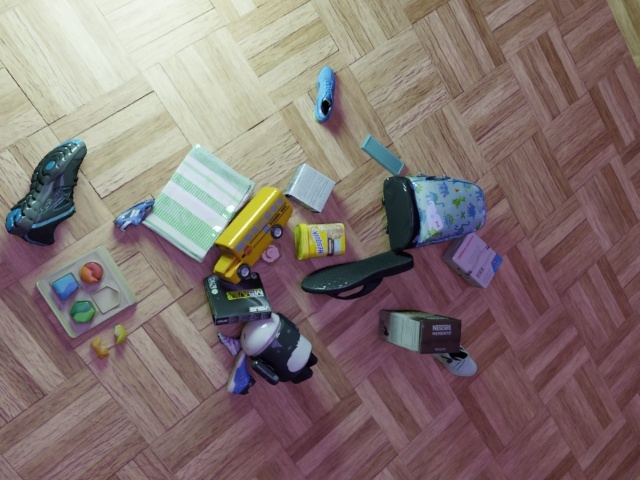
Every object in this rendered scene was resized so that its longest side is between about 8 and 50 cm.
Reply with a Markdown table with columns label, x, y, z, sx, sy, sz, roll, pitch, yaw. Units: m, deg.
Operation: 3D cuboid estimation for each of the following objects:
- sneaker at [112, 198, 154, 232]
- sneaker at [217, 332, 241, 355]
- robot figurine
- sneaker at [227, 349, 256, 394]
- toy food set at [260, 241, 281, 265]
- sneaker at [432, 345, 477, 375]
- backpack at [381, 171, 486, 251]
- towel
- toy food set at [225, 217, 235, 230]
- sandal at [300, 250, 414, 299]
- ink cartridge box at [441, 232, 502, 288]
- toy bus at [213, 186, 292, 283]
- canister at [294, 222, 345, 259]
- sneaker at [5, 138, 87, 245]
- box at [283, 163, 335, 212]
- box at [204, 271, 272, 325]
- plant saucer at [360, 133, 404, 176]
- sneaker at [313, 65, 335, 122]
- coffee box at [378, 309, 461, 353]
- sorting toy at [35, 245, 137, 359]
| label | x | y | z | sx | sy | sz | roll | pitch | yaw |
| --- | --- | --- | --- | --- | --- | --- | --- | --- | --- |
| sneaker | -0.583 | -0.081 | 1.797 | 0.144 | 0.053 | 0.059 | -34 | 102 | -10 |
| sneaker | -0.300 | 0.336 | 1.926 | 0.069 | 0.038 | 0.098 | -41 | 114 | -19 |
| robot figurine | -0.143 | 0.367 | 1.919 | 0.278 | 0.209 | 0.174 | 42 | 91 | -16 |
| sneaker | -0.256 | 0.452 | 1.930 | 0.084 | 0.058 | 0.152 | 18 | 88 | -16 |
| toy food set | -0.174 | 0.042 | 1.983 | 0.083 | 0.020 | 0.083 | 33 | 78 | -19 |
| sneaker | 0.547 | 0.473 | 2.214 | 0.255 | 0.151 | 0.094 | 33 | 77 | -21 |
| backpack | 0.445 | -0.114 | 2.136 | 0.355 | 0.273 | 0.291 | -1 | 84 | -35 |
| towel | -0.398 | -0.122 | 1.866 | 0.247 | 0.038 | 0.325 | 35 | 78 | -11 |
| toy food set | -0.301 | -0.039 | 1.931 | 0.122 | 0.019 | 0.078 | 36 | 77 | -22 |
| sandal | 0.146 | 0.145 | 2.048 | 0.445 | 0.167 | 0.107 | -13 | 113 | -22 |
| ink cartridge box | 0.609 | 0.075 | 2.272 | 0.203 | 0.086 | 0.148 | 40 | 77 | -17 |
| toy bus | -0.233 | -0.017 | 1.883 | 0.333 | 0.108 | 0.130 | -52 | 128 | -21 |
| canister | 0.000 | 0.000 | 2.027 | 0.169 | 0.073 | 0.126 | -4 | 92 | -24 |
| sneaker | -0.791 | -0.146 | 1.694 | 0.139 | 0.125 | 0.341 | 42 | 70 | -46 |
| box | -0.038 | -0.183 | 2.010 | 0.137 | 0.072 | 0.126 | 30 | 79 | -19 |
| box | -0.274 | 0.189 | 1.867 | 0.190 | 0.184 | 0.045 | -4 | 131 | -22 |
| plant saucer | 0.241 | -0.322 | 2.154 | 0.192 | 0.018 | 0.067 | 36 | 77 | -20 |
| sneaker | 0.024 | -0.527 | 2.029 | 0.069 | 0.082 | 0.210 | 10 | 85 | -20 |
| coffee box | 0.354 | 0.324 | 2.054 | 0.167 | 0.297 | 0.119 | 3 | 89 | -23 |
| sorting toy | -0.695 | 0.201 | 1.756 | 0.229 | 0.041 | 0.308 | -32 | 102 | -19 |
